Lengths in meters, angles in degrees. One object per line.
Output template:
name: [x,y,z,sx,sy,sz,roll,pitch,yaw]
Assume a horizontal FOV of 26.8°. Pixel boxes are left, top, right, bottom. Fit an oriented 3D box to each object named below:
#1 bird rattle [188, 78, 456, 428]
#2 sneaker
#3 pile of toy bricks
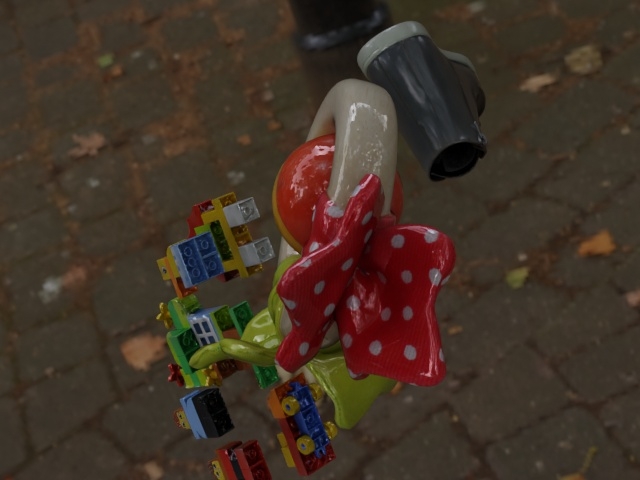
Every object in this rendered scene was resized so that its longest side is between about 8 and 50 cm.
bird rattle: [0.000,0.000,0.799,0.143,0.253,0.207,7,67,-3]
sneaker: [0.103,-0.098,1.143,0.083,0.118,0.222,-30,-16,17]
pile of toy bricks: [-0.078,0.083,0.990,0.118,0.212,0.105,-25,7,-40]
